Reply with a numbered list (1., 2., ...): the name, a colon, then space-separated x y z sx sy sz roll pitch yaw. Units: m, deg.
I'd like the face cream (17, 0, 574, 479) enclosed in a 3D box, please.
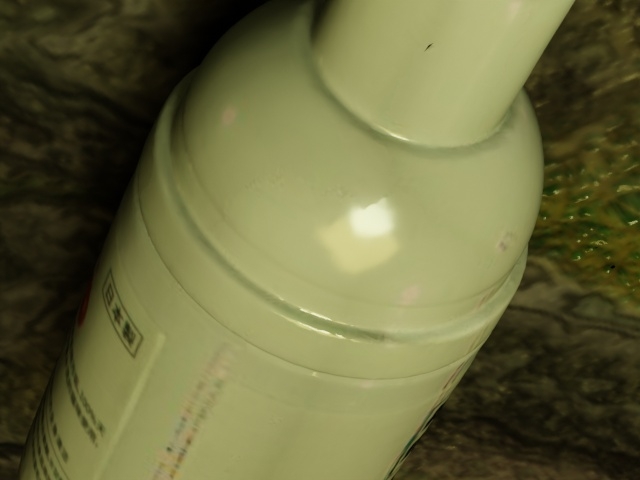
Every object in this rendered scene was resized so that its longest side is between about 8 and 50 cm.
1. face cream: 0.000 0.000 0.642 0.145 0.145 0.370 12 138 -16
